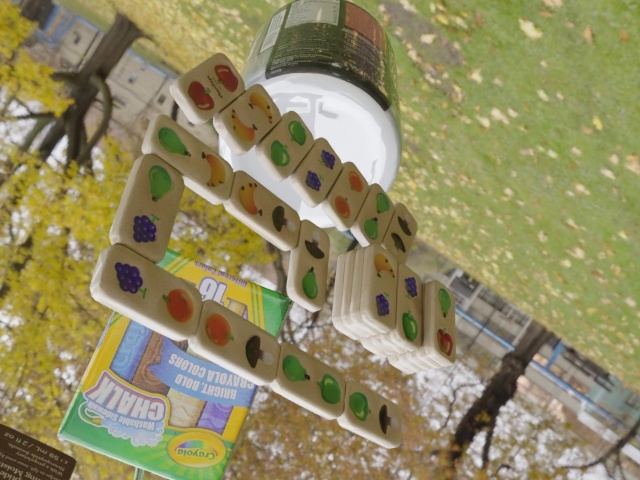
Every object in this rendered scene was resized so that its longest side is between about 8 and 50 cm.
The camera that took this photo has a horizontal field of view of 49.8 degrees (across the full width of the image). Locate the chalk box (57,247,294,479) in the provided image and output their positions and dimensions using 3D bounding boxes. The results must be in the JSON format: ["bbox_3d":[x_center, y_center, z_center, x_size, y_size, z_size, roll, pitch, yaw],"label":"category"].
[{"bbox_3d":[-0.129,0.127,0.590,0.132,0.213,0.132,24,168,-7],"label":"chalk box"}]

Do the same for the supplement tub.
[{"bbox_3d":[-0.003,-0.172,0.823,0.194,0.193,0.316,31,-149,-16],"label":"supplement tub"}]

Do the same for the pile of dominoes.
[{"bbox_3d":[0.000,0.000,0.426,0.251,0.040,0.196,36,-134,-36],"label":"pile of dominoes"}]

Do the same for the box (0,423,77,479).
[{"bbox_3d":[-0.452,0.373,0.902,0.168,0.167,0.203,31,-167,-15],"label":"box"}]
